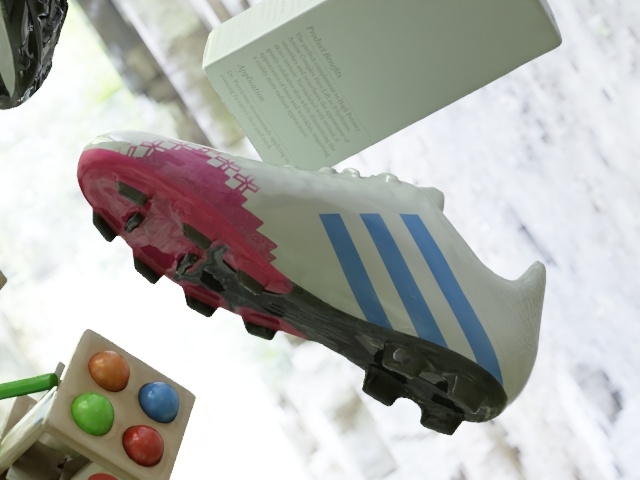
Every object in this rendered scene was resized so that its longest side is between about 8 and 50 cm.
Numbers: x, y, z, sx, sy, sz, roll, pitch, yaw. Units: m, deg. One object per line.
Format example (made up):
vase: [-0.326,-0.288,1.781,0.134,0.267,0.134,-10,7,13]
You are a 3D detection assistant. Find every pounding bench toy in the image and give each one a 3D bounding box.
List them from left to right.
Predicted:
pounding bench toy: [-0.100,0.068,0.663,0.083,0.065,0.052,34,-140,-16]

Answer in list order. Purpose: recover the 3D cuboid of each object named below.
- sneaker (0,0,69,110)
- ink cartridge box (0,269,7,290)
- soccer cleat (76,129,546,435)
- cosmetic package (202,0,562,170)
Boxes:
sneaker: [-0.162,-0.161,0.565,0.100,0.108,0.272,-80,-31,-57]
ink cartridge box: [-0.403,0.101,1.490,0.193,0.235,0.088,-22,114,41]
soccer cleat: [0.000,0.000,1.167,0.331,0.143,0.116,30,151,-6]
cosmetic package: [0.042,-0.144,1.243,0.117,0.231,0.085,57,-165,-24]
